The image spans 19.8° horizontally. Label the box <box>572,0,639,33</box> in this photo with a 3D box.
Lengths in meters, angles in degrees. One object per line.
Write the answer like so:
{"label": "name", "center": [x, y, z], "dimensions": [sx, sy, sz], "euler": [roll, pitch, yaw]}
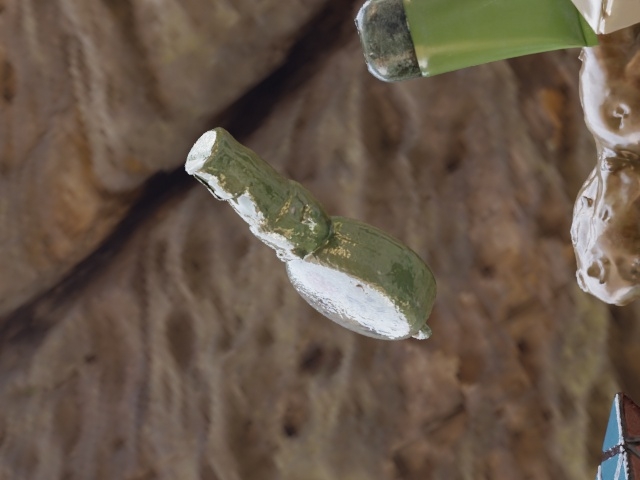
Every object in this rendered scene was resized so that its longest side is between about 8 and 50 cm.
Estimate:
{"label": "box", "center": [0.109, -0.212, 0.678], "dimensions": [0.095, 0.212, 0.168], "euler": [-21, -122, -12]}

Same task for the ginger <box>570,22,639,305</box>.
{"label": "ginger", "center": [0.346, -0.093, 1.793], "dimensions": [0.176, 0.256, 0.375], "euler": [-138, 30, -68]}

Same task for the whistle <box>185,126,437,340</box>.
{"label": "whistle", "center": [0.000, 0.000, 1.454], "dimensions": [0.258, 0.126, 0.067], "euler": [38, -115, -26]}

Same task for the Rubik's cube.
{"label": "Rubik's cube", "center": [0.306, 0.295, 1.669], "dimensions": [0.190, 0.178, 0.211], "euler": [25, -140, -15]}

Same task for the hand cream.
{"label": "hand cream", "center": [0.115, -0.169, 1.387], "dimensions": [0.046, 0.175, 0.095], "euler": [-97, -9, -68]}
